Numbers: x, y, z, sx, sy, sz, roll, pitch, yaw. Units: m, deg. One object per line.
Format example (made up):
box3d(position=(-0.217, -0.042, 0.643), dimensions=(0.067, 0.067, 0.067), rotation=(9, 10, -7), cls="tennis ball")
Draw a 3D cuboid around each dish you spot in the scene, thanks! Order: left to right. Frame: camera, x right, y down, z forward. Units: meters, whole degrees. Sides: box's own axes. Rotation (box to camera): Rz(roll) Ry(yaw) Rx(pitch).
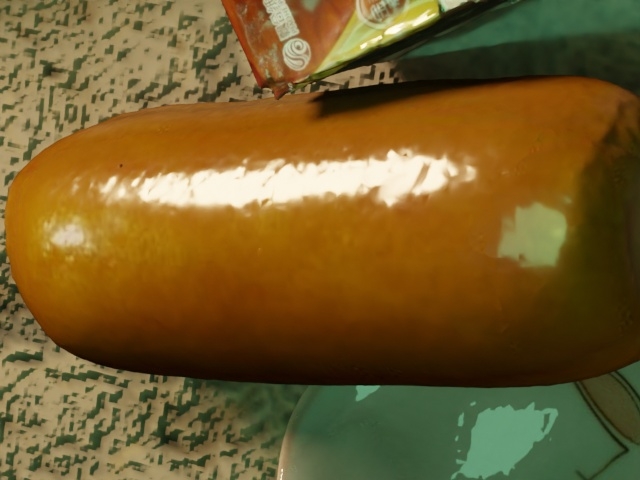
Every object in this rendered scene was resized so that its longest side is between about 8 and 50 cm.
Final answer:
box3d(position=(0.086, 0.114, 0.624), dimensions=(0.229, 0.081, 0.229), rotation=(-17, 57, 29), cls="dish")

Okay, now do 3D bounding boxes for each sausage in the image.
box3d(position=(0.000, -0.001, 0.628), dimensions=(0.274, 0.105, 0.105), rotation=(-2, 101, 35), cls="sausage")

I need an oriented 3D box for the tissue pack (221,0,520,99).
box3d(position=(0.005, -0.137, 0.607), dimensions=(0.099, 0.106, 0.148), rotation=(-23, 92, 24), cls="tissue pack")
